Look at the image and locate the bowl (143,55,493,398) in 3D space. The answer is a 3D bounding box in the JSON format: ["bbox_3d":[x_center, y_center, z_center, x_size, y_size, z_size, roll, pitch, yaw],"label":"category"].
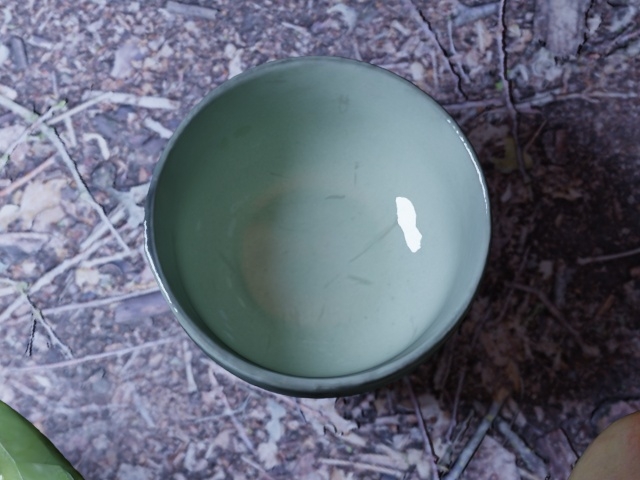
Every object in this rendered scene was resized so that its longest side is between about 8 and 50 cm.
[{"bbox_3d":[0.000,0.000,1.466,0.307,0.163,0.307,0,74,1],"label":"bowl"}]

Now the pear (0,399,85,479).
[{"bbox_3d":[-0.293,0.327,1.358,0.318,0.238,0.342,29,71,-4],"label":"pear"}]

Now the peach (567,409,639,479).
[{"bbox_3d":[0.325,0.277,1.337,0.292,0.247,0.292,0,97,2],"label":"peach"}]
